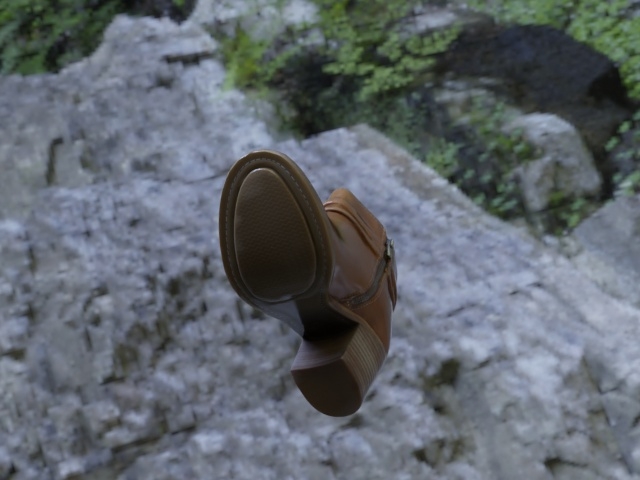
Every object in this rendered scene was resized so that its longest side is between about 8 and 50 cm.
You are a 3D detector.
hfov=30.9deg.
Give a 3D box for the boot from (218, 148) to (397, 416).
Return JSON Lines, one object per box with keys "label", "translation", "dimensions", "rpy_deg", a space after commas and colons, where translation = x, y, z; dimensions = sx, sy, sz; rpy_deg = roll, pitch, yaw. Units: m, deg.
{"label": "boot", "translation": [0.000, 0.000, 0.772], "dimensions": [0.152, 0.073, 0.197], "rpy_deg": [-65, -36, -54]}
